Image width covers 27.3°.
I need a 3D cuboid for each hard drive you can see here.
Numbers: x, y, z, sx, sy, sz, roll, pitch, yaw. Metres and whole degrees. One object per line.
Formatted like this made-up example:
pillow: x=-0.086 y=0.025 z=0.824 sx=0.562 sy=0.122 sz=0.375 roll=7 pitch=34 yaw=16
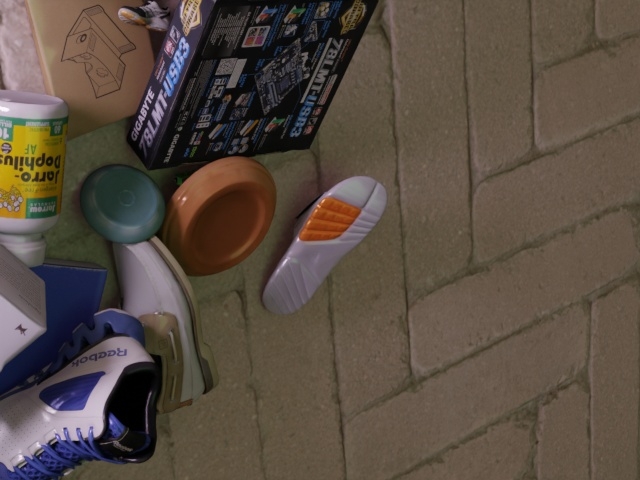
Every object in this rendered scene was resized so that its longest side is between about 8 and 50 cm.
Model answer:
hard drive: x=-0.414 y=0.179 z=1.763 sx=0.210 sy=0.040 sz=0.319 roll=7 pitch=100 yaw=-43

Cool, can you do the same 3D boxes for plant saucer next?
plant saucer: x=-0.264 y=-0.054 z=1.777 sx=0.119 sy=0.021 sz=0.119 roll=10 pitch=63 yaw=-20
plant saucer: x=-0.141 y=-0.027 z=1.898 sx=0.200 sy=0.037 sz=0.200 roll=-26 pitch=138 yaw=-26

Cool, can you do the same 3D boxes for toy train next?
toy train: x=-0.173 y=-0.094 z=1.894 sx=0.083 sy=0.023 sz=0.017 roll=-17 pitch=116 yaw=-37

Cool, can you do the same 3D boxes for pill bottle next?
pill bottle: x=-0.381 y=-0.077 z=1.648 sx=0.117 sy=0.117 sz=0.209 roll=-4 pitch=108 yaw=-41

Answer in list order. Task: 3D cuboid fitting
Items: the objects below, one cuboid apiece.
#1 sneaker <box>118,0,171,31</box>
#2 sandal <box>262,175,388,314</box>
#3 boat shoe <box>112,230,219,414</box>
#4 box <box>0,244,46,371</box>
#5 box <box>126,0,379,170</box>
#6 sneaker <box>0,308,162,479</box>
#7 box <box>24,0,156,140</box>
sneaker: x=-0.233 y=-0.302 z=1.738 sx=0.083 sy=0.032 sz=0.037 roll=10 pitch=84 yaw=-50
sandal: x=-0.008 y=-0.005 z=2.049 sx=0.102 sy=0.076 sz=0.265 roll=34 pitch=102 yaw=-29
boat shoe: x=-0.234 y=0.118 z=1.854 sx=0.103 sy=0.113 sz=0.302 roll=-37 pitch=124 yaw=-28
box: x=-0.454 y=0.080 z=1.572 sx=0.181 sy=0.119 sz=0.182 roll=-39 pitch=120 yaw=10
box: x=-0.090 y=-0.237 z=1.800 sx=0.293 sy=0.073 sz=0.296 roll=-13 pitch=143 yaw=-40
sneaker: x=-0.320 y=0.245 z=1.698 sx=0.315 sy=0.182 sz=0.127 roll=-47 pitch=131 yaw=-5
box: x=-0.295 y=-0.249 z=1.732 sx=0.164 sy=0.021 sz=0.201 roll=-27 pitch=122 yaw=-33
